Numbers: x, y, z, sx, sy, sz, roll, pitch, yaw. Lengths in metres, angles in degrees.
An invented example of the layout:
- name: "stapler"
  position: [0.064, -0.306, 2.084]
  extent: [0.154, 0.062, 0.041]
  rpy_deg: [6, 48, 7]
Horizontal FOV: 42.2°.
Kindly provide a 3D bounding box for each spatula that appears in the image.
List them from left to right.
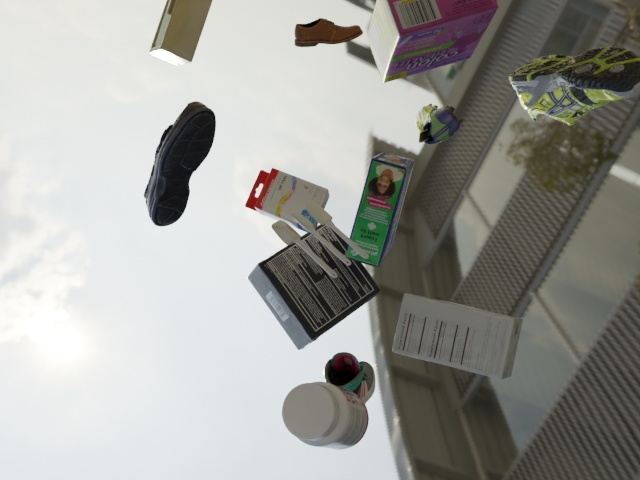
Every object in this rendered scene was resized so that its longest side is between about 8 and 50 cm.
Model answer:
- name: "spatula"
  position: [0.000, 0.000, 2.246]
  extent: [0.168, 0.019, 0.242]
  rpy_deg: [-31, -116, -35]

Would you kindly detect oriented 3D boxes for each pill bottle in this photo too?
- name: "pill bottle"
  position: [0.013, 0.443, 2.097]
  extent: [0.160, 0.160, 0.283]
  rpy_deg: [35, 178, 24]

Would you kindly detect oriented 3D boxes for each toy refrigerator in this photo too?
- name: "toy refrigerator"
  position: [-0.331, -0.575, 2.033]
  extent: [0.094, 0.270, 0.102]
  rpy_deg: [20, 176, -28]

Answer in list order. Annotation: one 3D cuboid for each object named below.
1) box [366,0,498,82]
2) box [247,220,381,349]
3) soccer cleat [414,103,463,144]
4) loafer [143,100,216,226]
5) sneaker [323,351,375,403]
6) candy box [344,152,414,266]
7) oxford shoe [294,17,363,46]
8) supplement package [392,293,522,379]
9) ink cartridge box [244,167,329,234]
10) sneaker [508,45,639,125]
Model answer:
- name: "box"
  position: [0.228, -0.456, 1.746]
  extent: [0.213, 0.117, 0.243]
  rpy_deg: [-17, 170, -8]
- name: "box"
  position: [-0.021, 0.141, 2.652]
  extent: [0.294, 0.183, 0.296]
  rpy_deg: [-33, -96, -24]
- name: "soccer cleat"
  position: [0.317, -0.333, 2.426]
  extent: [0.093, 0.121, 0.289]
  rpy_deg: [49, 176, -12]
- name: "loafer"
  position: [-0.305, -0.166, 1.698]
  extent: [0.109, 0.302, 0.095]
  rpy_deg: [-10, -131, -41]
- name: "sneaker"
  position: [0.089, 0.402, 2.490]
  extent: [0.123, 0.178, 0.295]
  rpy_deg: [7, -153, 18]
- name: "candy box"
  position: [0.188, -0.101, 2.581]
  extent: [0.122, 0.317, 0.268]
  rpy_deg: [15, -168, 9]
- name: "oxford shoe"
  position: [0.026, -0.626, 2.465]
  extent: [0.212, 0.076, 0.076]
  rpy_deg: [-9, -152, -13]
- name: "supplement package"
  position: [0.300, 0.207, 1.810]
  extent: [0.244, 0.134, 0.139]
  rpy_deg: [12, 178, 22]
- name: "ink cartridge box"
  position: [-0.104, -0.125, 2.463]
  extent: [0.231, 0.134, 0.078]
  rpy_deg: [21, 170, 9]
- name: "sneaker"
  position: [0.607, -0.350, 1.919]
  extent: [0.147, 0.145, 0.384]
  rpy_deg: [62, 163, -21]
